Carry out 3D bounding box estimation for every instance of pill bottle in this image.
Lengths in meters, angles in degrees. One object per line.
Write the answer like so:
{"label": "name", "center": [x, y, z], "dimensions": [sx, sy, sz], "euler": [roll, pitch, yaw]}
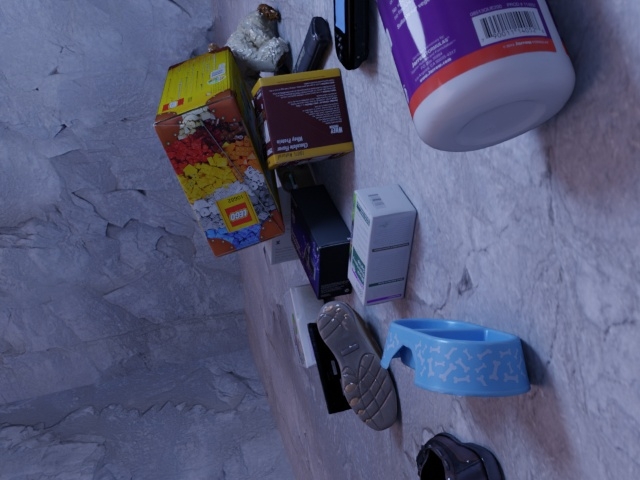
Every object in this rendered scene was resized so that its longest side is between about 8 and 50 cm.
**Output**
{"label": "pill bottle", "center": [0.160, -0.280, 0.761], "dimensions": [0.181, 0.181, 0.323], "euler": [121, 137, -69]}

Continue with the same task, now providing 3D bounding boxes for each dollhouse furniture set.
{"label": "dollhouse furniture set", "center": [-0.058, -0.206, 1.775], "dimensions": [0.151, 0.144, 0.123], "euler": [-48, 58, 54]}

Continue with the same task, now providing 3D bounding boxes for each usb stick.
{"label": "usb stick", "center": [-0.027, -0.457, 1.618], "dimensions": [0.278, 0.045, 0.077], "euler": [134, 123, -73]}

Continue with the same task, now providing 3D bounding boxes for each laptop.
{"label": "laptop", "center": [0.037, 0.346, 1.762], "dimensions": [0.136, 0.264, 0.234], "euler": [-27, 71, 37]}

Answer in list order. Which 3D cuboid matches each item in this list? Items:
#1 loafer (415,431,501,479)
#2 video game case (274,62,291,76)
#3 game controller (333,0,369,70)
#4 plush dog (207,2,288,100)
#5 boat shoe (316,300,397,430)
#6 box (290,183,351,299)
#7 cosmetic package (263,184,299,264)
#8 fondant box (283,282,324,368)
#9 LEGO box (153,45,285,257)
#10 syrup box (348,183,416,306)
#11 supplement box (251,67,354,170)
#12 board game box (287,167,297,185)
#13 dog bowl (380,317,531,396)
{"label": "loafer", "center": [0.222, 0.417, 1.193], "dimensions": [0.302, 0.095, 0.109], "euler": [128, 130, -71]}
{"label": "video game case", "center": [-0.095, -0.405, 1.958], "dimensions": [0.274, 0.026, 0.196], "euler": [-117, 21, -45]}
{"label": "game controller", "center": [0.049, -0.499, 1.257], "dimensions": [0.166, 0.067, 0.319], "euler": [-124, 28, -57]}
{"label": "plush dog", "center": [-0.211, -0.586, 1.948], "dimensions": [0.262, 0.210, 0.225], "euler": [-43, 26, 55]}
{"label": "boat shoe", "center": [0.104, 0.292, 1.566], "dimensions": [0.325, 0.123, 0.116], "euler": [68, -162, 8]}
{"label": "box", "center": [0.000, 0.000, 1.739], "dimensions": [0.261, 0.103, 0.184], "euler": [-117, 24, -47]}
{"label": "cosmetic package", "center": [-0.096, -0.050, 1.961], "dimensions": [0.184, 0.151, 0.151], "euler": [96, 158, -51]}
{"label": "fondant box", "center": [-0.040, 0.266, 2.028], "dimensions": [0.330, 0.096, 0.238], "euler": [124, 134, -80]}
{"label": "LEGO box", "center": [-0.257, -0.254, 1.716], "dimensions": [0.500, 0.193, 0.373], "euler": [-105, -4, -60]}
{"label": "syrup box", "center": [0.118, 0.013, 1.300], "dimensions": [0.093, 0.096, 0.237], "euler": [-117, 22, -46]}
{"label": "supplement box", "center": [-0.045, -0.280, 1.520], "dimensions": [0.129, 0.191, 0.194], "euler": [176, 82, -75]}
{"label": "board game box", "center": [-0.091, -0.237, 1.997], "dimensions": [0.186, 0.026, 0.126], "euler": [80, 169, -45]}
{"label": "dog bowl", "center": [0.198, 0.170, 0.999], "dimensions": [0.297, 0.165, 0.074], "euler": [179, 92, -75]}
